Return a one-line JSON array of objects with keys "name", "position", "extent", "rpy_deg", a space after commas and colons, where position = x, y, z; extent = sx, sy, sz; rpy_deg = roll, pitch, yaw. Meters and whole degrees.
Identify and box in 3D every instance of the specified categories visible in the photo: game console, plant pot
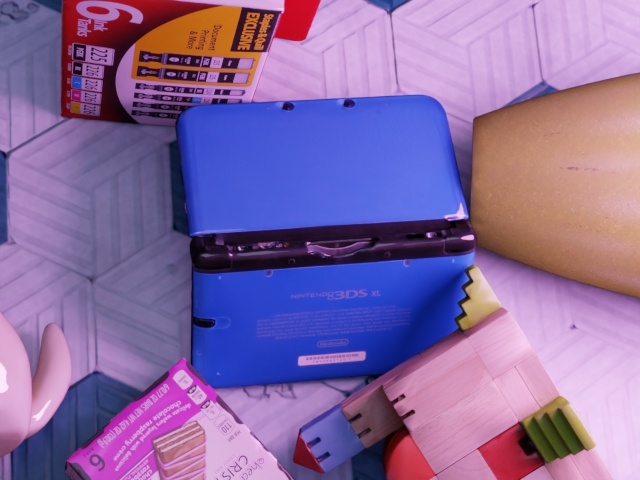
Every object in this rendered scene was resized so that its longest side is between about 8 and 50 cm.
[{"name": "game console", "position": [0.000, 0.000, 1.508], "extent": [0.293, 0.250, 0.173], "rpy_deg": [-4, 33, -11]}, {"name": "plant pot", "position": [0.307, -0.062, 1.523], "extent": [0.293, 0.275, 0.275], "rpy_deg": [3, 72, 6]}]

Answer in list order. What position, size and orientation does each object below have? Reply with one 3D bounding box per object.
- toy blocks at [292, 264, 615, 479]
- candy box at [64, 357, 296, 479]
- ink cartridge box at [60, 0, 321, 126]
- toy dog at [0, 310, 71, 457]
[{"name": "toy blocks", "position": [0.147, 0.256, 1.422], "extent": [0.261, 0.191, 0.381], "rpy_deg": [-33, 92, 1]}, {"name": "candy box", "position": [-0.120, 0.257, 1.427], "extent": [0.159, 0.071, 0.233], "rpy_deg": [-42, 85, -19]}, {"name": "ink cartridge box", "position": [-0.123, -0.227, 1.449], "extent": [0.271, 0.309, 0.130], "rpy_deg": [4, 73, -9]}, {"name": "toy dog", "position": [-0.437, 0.024, 1.336], "extent": [0.395, 0.284, 0.408], "rpy_deg": [-13, 75, -31]}]
